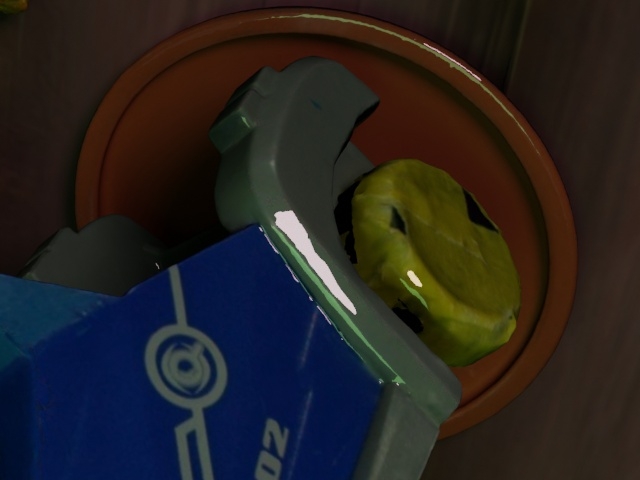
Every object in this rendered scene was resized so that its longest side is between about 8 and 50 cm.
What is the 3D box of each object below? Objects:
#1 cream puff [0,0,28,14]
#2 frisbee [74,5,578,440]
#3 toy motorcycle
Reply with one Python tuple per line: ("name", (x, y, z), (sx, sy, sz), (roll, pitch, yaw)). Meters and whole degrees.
("cream puff", (-0.170, -0.135, 0.745), (0.083, 0.083, 0.058), (-9, 77, 33))
("frisbee", (0.000, 0.000, 0.796), (0.251, 0.021, 0.250), (7, 121, 11))
("toy motorcycle", (-0.063, 0.064, 0.647), (0.191, 0.326, 0.200), (-35, 104, 30))
